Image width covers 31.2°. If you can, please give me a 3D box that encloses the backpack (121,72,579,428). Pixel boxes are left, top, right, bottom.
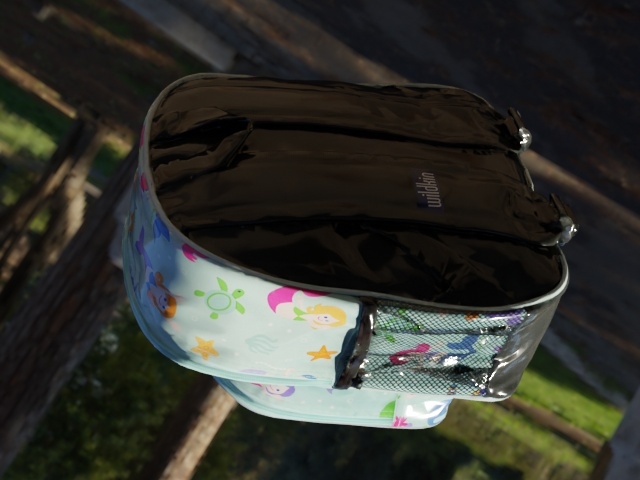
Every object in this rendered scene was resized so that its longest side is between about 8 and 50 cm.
[{"bbox_3d":[0.000,0.000,0.734,0.254,0.191,0.225,8,-138,-19],"label":"backpack"}]
